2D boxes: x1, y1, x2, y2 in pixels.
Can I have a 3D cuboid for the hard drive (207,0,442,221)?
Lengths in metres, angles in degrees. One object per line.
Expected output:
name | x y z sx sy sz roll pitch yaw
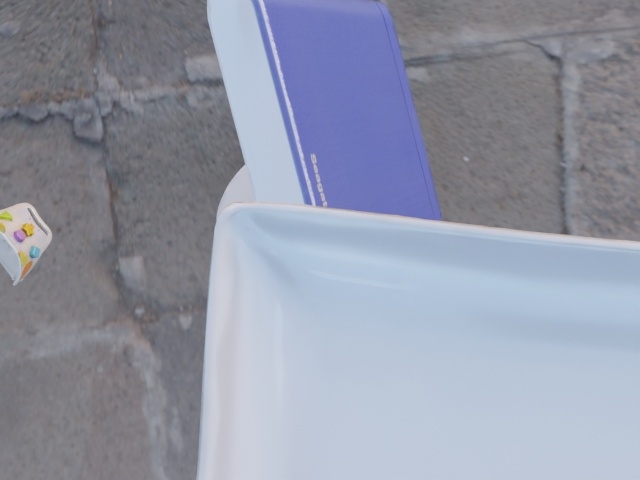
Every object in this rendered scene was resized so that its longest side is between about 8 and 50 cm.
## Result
hard drive | 0.018 -0.083 0.921 0.040 0.319 0.210 -13 94 20

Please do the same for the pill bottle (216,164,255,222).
pill bottle | 0.000 0.000 1.139 0.187 0.112 0.112 33 96 -28

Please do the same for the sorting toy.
sorting toy | -0.332 -0.007 1.330 0.045 0.075 0.083 -29 102 35

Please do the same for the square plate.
square plate | 0.107 0.167 0.576 0.344 0.049 0.347 5 90 1
